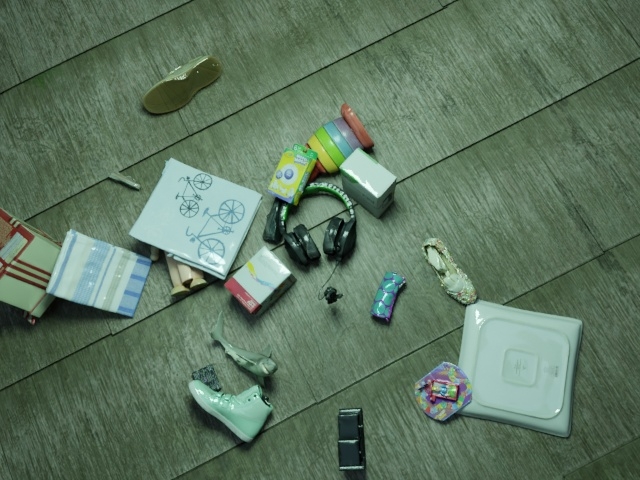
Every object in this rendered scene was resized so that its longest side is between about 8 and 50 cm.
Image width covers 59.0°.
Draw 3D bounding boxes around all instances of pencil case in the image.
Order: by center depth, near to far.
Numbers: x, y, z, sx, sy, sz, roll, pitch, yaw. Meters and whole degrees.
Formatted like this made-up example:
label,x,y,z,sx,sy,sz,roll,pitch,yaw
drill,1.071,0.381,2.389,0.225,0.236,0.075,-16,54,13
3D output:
label,x,y,z,sx,sy,sz,roll,pitch,yaw
pencil case,0.209,0.171,1.750,0.070,0.064,0.151,17,78,35

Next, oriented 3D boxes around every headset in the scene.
label,x,y,z,sx,sy,sz,roll,pitch,yaw
headset,0.000,0.000,1.749,0.243,0.185,0.394,-11,76,4

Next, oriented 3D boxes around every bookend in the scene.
label,x,y,z,sx,sy,sz,roll,pitch,yaw
bookend,0.088,0.566,1.622,0.072,0.156,0.157,-5,75,5

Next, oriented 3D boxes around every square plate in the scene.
label,x,y,z,sx,sy,sz,roll,pitch,yaw
square plate,0.585,0.370,1.673,0.344,0.049,0.347,10,78,9

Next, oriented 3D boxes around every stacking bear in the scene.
label,x,y,z,sx,sy,sz,roll,pitch,yaw
stacking bear,0.013,-0.290,1.837,0.289,0.175,0.164,-34,107,7

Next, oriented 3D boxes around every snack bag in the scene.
label,x,y,z,sx,sy,sz,roll,pitch,yaw
snack bag,-0.400,-0.075,1.819,0.343,0.037,0.323,22,66,-2

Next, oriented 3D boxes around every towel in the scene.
label,x,y,z,sx,sy,sz,roll,pitch,yaw
towel,-0.690,0.109,1.783,0.285,0.034,0.209,24,77,-32

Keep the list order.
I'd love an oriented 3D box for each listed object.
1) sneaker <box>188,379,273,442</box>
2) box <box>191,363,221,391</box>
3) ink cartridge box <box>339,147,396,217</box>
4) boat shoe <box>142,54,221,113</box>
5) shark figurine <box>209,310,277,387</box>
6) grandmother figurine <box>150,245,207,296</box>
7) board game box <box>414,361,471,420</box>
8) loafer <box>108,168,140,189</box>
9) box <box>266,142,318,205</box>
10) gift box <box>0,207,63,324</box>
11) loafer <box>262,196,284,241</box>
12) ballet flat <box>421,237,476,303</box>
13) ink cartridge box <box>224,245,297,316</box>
label,x,y,z,sx,sy,sz,roll,pitch,yaw
sneaker,-0.263,0.469,1.706,0.256,0.094,0.151,39,88,-1
box,-0.356,0.438,1.768,0.067,0.018,0.083,-26,76,-1
ink cartridge box,0.148,-0.174,1.763,0.154,0.212,0.093,40,80,14
boat shoe,-0.488,-0.551,1.983,0.302,0.109,0.098,-35,36,-3
shark figurine,-0.216,0.341,1.754,0.278,0.166,0.116,27,54,28
grandmother figurine,-0.466,-0.002,1.845,0.208,0.104,0.342,-20,78,-8
board game box,0.358,0.444,1.662,0.169,0.033,0.133,-40,66,11
loafer,-0.669,-0.212,1.943,0.125,0.045,0.039,21,73,13
box,-0.086,-0.212,1.769,0.105,0.043,0.179,27,94,28
gift box,-0.934,0.092,1.783,0.276,0.258,0.255,35,81,26
loafer,-0.153,-0.080,1.850,0.061,0.062,0.170,3,73,29
ballet flat,0.384,0.097,1.737,0.091,0.077,0.241,-44,69,27
ink cartridge box,-0.183,0.128,1.767,0.176,0.128,0.127,-45,77,-5
